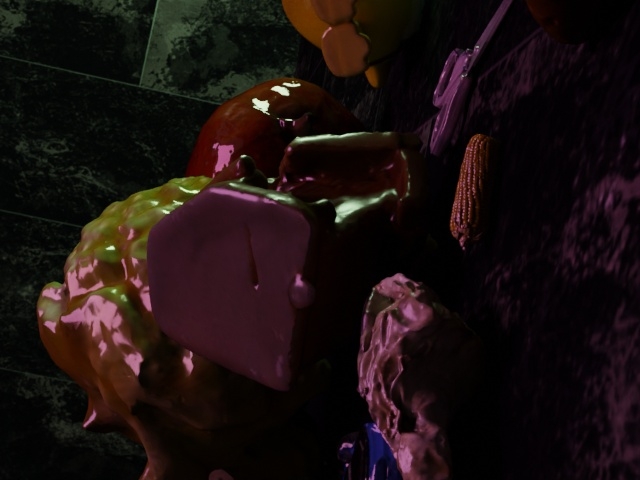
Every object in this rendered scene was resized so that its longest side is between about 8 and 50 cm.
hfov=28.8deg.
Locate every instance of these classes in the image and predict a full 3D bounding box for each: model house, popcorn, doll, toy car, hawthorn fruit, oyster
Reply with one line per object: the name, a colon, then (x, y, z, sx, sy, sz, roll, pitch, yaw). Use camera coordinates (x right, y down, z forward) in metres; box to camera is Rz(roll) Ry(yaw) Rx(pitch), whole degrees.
model house: (-0.001, 0.000, 1.028, 0.229, 0.219, 0.199, -24, -49, -41)
popcorn: (-0.119, 0.094, 1.256, 0.274, 0.335, 0.279, -26, -41, -37)
doll: (0.042, -0.267, 1.311, 0.363, 0.145, 0.199, -67, -31, -63)
toy car: (0.028, 0.226, 0.901, 0.103, 0.063, 0.216, -92, 17, -58)
hawthorn fruit: (-0.042, -0.085, 1.389, 0.250, 0.215, 0.215, 112, 167, -59)
oyster: (0.070, 0.101, 0.788, 0.191, 0.081, 0.163, -84, -18, -47)

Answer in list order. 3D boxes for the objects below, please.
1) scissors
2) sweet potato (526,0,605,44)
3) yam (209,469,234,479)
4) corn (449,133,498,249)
scissors: (0.120, -0.143, 0.980, 0.189, 0.015, 0.100, 116, 167, -59)
sweet potato: (0.143, -0.221, 0.566, 0.359, 0.112, 0.112, 111, 169, -66)
yam: (-0.099, 0.355, 1.316, 0.268, 0.161, 0.161, -85, 10, -49)
corn: (0.107, -0.033, 0.856, 0.027, 0.028, 0.083, 106, 177, -72)
